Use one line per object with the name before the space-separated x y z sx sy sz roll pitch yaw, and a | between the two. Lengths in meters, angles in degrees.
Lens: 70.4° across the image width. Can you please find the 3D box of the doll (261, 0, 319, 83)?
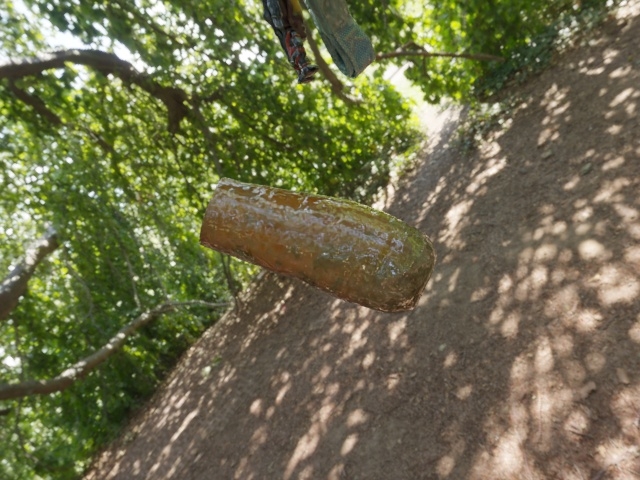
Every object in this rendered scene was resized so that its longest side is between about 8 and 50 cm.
doll | -0.071 -0.481 1.016 0.088 0.249 0.127 -28 5 -33

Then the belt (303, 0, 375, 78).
belt | 0.012 -0.429 0.812 0.072 0.302 0.087 -39 43 1

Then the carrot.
carrot | 0.000 0.000 0.597 0.139 0.301 0.139 21 -90 -90
